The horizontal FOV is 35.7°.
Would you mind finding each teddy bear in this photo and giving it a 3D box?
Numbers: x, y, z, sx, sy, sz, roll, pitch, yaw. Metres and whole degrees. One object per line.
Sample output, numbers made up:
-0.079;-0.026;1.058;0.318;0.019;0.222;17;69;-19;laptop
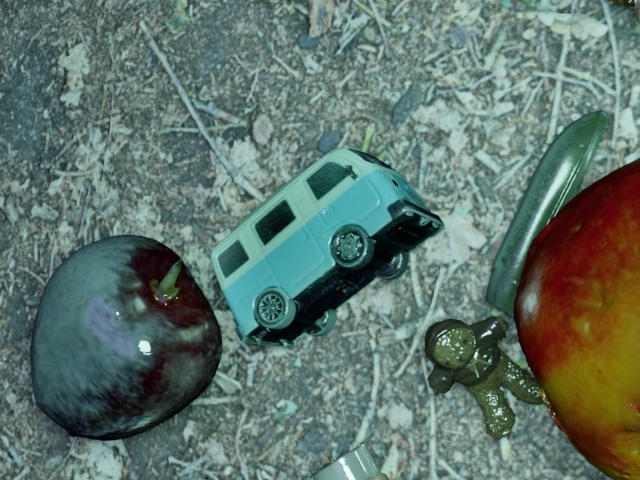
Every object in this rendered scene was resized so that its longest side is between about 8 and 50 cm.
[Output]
0.186;0.146;1.170;0.119;0.078;0.160;-43;107;12;teddy bear

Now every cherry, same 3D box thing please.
-0.257;0.124;1.303;0.296;0.218;0.255;-43;74;19;cherry

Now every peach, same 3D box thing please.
0.401;0.067;0.934;0.416;0.353;0.339;-25;73;17;peach

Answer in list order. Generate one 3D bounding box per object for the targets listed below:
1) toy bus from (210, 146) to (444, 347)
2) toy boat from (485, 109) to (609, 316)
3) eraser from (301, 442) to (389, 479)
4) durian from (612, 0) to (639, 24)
0.000;0.000;1.250;0.271;0.133;0.165;-39;65;18;toy bus
0.275;-0.031;1.160;0.085;0.078;0.261;24;95;2;toy boat
0.061;0.410;1.188;0.171;0.087;0.291;-34;71;15;eraser
0.372;-0.316;1.142;0.148;0.091;0.189;-6;58;25;durian
